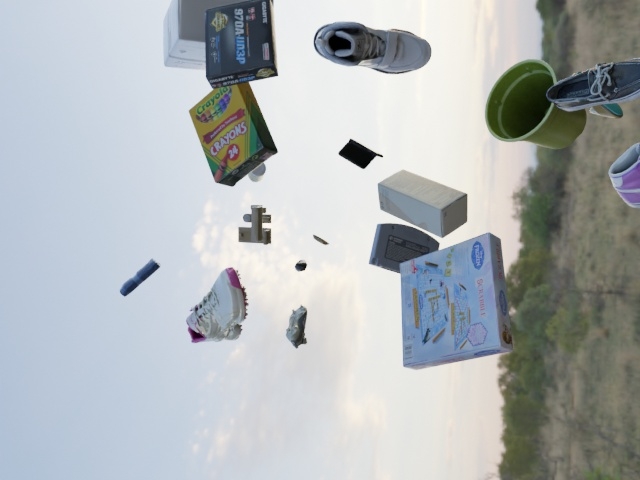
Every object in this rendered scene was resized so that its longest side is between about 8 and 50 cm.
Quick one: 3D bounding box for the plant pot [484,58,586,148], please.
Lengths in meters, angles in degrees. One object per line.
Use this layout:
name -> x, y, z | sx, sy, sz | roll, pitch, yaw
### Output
plant pot -> 0.741, -0.426, 1.995 | 0.253, 0.276, 0.276 | 14, -104, -33

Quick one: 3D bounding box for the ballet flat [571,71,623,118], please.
ballet flat -> 0.923, -0.473, 2.012 | 0.232, 0.080, 0.073 | 63, 150, 30

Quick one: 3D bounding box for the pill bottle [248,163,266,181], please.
pill bottle -> -0.244, -0.260, 2.278 | 0.116, 0.065, 0.065 | 136, 142, -75

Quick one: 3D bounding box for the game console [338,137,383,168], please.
game console -> 0.143, -0.302, 2.108 | 0.071, 0.122, 0.107 | -62, -24, 14

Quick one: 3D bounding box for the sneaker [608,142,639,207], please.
sneaker -> 0.790, -0.170, 1.319 | 0.161, 0.282, 0.102 | 39, -135, -31

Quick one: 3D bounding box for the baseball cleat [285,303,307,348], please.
baseball cleat -> -0.086, 0.349, 2.366 | 0.110, 0.072, 0.206 | 64, -153, -21

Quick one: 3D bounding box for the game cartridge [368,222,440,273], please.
game cartridge -> 0.345, 0.039, 2.436 | 0.297, 0.062, 0.198 | 17, -105, -22

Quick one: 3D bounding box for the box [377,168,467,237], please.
box -> 0.364, -0.138, 2.142 | 0.148, 0.311, 0.121 | -29, -52, -26

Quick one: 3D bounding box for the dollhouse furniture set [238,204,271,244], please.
dollhouse furniture set -> -0.249, -0.052, 2.060 | 0.151, 0.123, 0.144 | -32, -56, -75

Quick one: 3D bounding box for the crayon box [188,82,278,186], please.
crayon box -> -0.274, -0.350, 1.790 | 0.081, 0.202, 0.319 | 8, -126, -57

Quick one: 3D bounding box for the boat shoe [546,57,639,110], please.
boat shoe -> 0.788, -0.445, 1.674 | 0.104, 0.306, 0.113 | 6, -95, -40

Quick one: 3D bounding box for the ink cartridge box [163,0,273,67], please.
ink cartridge box -> -0.340, -0.662, 1.916 | 0.395, 0.285, 0.166 | -168, 78, -69

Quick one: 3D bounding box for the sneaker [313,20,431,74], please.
sneaker -> 0.154, -0.565, 1.765 | 0.210, 0.365, 0.138 | -80, -1, -71

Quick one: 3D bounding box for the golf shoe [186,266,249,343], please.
golf shoe -> -0.260, 0.177, 1.489 | 0.306, 0.140, 0.115 | 109, 142, -51

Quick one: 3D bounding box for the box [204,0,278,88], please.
box -> -0.200, -0.497, 1.500 | 0.051, 0.175, 0.220 | 62, -159, -66

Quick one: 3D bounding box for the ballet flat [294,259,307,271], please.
ballet flat -> -0.090, 0.102, 2.534 | 0.058, 0.049, 0.173 | -65, 8, -6

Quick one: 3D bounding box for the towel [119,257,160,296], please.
towel -> -0.465, 0.094, 1.534 | 0.029, 0.119, 0.067 | 51, 170, -14

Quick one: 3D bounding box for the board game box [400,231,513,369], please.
board game box -> 0.362, 0.174, 1.651 | 0.065, 0.318, 0.319 | 22, -122, -37

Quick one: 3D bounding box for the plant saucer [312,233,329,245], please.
plant saucer -> 0.000, 0.000, 2.490 | 0.015, 0.083, 0.083 | -60, -21, 4
